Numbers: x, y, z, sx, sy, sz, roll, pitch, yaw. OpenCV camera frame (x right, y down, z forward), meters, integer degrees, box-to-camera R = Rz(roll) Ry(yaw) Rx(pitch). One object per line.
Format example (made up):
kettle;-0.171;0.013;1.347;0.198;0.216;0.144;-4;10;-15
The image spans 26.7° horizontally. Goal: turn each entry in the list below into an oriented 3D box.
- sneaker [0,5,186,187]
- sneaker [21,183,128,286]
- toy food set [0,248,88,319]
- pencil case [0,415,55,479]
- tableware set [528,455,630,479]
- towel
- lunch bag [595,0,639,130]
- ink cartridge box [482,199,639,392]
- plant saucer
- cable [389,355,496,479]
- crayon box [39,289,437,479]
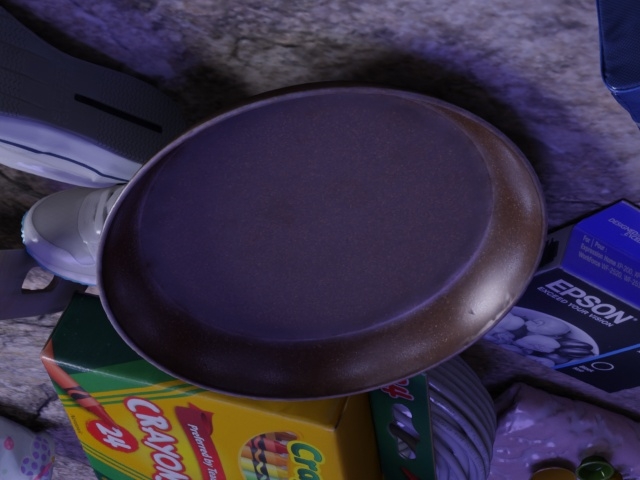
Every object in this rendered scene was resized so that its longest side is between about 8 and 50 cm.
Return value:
sneaker;-0.214;-0.091;0.875;0.258;0.094;0.091;27;145;-33
sneaker;-0.114;-0.019;1.015;0.228;0.087;0.092;1;146;4
toy food set;-0.364;0.011;1.112;0.306;0.092;0.220;6;-178;12
pencil case;-0.454;0.241;1.620;0.273;0.114;0.124;29;157;-34
tableware set;0.236;0.261;1.347;0.154;0.024;0.104;-27;131;28
towel;0.256;0.283;1.432;0.331;0.053;0.317;19;135;-23
lunch bag;0.188;-0.100;0.710;0.067;0.098;0.065;-14;148;31
ink cartridge box;0.234;0.054;1.071;0.206;0.045;0.208;24;149;-26
plant saucer;0.000;0.000;0.936;0.310;0.050;0.311;-6;138;-6
cable;0.036;0.168;1.267;0.257;0.089;0.257;30;143;-15
crayon box;-0.063;0.161;1.157;0.318;0.081;0.202;10;141;19
